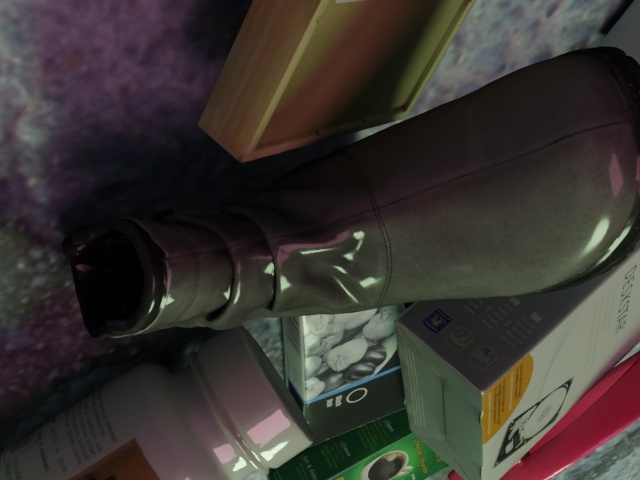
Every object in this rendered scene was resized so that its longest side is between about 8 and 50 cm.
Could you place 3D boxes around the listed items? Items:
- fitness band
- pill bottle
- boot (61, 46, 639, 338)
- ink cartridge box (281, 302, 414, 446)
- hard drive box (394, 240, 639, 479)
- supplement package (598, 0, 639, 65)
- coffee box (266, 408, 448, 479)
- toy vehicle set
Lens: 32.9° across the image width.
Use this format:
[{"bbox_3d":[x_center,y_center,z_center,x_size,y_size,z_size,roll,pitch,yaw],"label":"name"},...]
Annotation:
[{"bbox_3d":[0.233,0.182,1.036,0.209,0.054,0.291,-27,165,-23],"label":"fitness band"},{"bbox_3d":[-0.127,0.162,0.768,0.229,0.131,0.131,-33,143,-1],"label":"pill bottle"},{"bbox_3d":[0.000,0.000,0.583,0.222,0.118,0.338,-9,169,-31],"label":"boot"},{"bbox_3d":[0.069,0.064,0.875,0.208,0.045,0.206,-22,142,-17],"label":"ink cartridge box"},{"bbox_3d":[0.176,0.063,0.864,0.232,0.089,0.181,-40,148,-18],"label":"hard drive box"},{"bbox_3d":[0.357,-0.157,0.701,0.145,0.204,0.262,8,127,-44],"label":"supplement package"},{"bbox_3d":[0.048,0.211,1.027,0.184,0.040,0.113,-28,144,-6],"label":"coffee box"},{"bbox_3d":[0.050,-0.166,0.560,0.166,0.035,0.267,-21,148,-52],"label":"toy vehicle set"}]
